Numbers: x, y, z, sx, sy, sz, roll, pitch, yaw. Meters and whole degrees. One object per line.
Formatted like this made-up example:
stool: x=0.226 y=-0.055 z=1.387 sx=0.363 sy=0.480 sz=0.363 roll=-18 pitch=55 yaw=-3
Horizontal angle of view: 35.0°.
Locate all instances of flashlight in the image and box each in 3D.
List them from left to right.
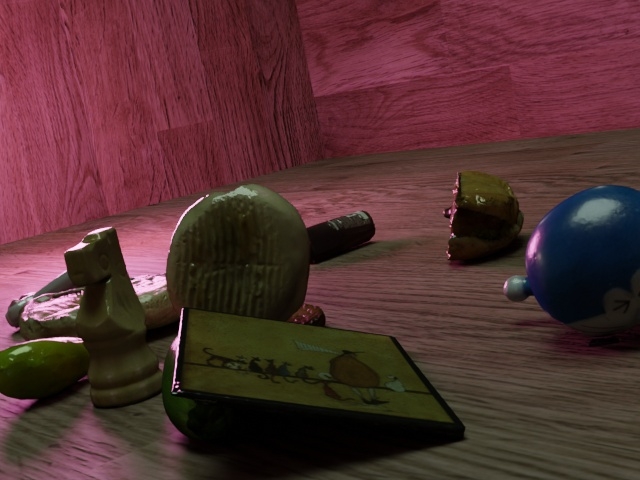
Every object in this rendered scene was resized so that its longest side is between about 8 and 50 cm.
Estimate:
flashlight: x=-0.459 y=0.087 z=1.749 sx=0.200 sy=0.047 sz=0.093 roll=-31 pitch=-3 yaw=16

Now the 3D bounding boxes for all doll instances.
doll: x=0.305 y=0.032 z=1.117 sx=0.215 sy=0.161 sz=0.257 roll=-23 pitch=-10 yaw=12

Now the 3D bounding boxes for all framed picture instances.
framed picture: x=-0.017 y=0.123 z=1.019 sx=0.255 sy=0.014 sz=0.338 roll=9 pitch=7 yaw=-7

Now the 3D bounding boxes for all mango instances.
mango: x=-0.343 y=0.161 z=1.291 sx=0.091 sy=0.074 sz=0.165 roll=-12 pitch=-5 yaw=35

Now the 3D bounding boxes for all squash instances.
squash: x=-0.129 y=0.145 z=1.087 sx=0.082 sy=0.082 sz=0.292 roll=-12 pitch=10 yaw=-3

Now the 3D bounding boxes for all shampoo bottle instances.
shampoo bottle: x=0.001 y=0.002 z=1.872 sx=0.236 sy=0.067 sz=0.068 roll=-19 pitch=2 yaw=-38

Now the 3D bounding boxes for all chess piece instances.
chess piece: x=-0.249 y=0.089 z=1.199 sx=0.090 sy=0.200 sz=0.090 roll=-12 pitch=9 yaw=2

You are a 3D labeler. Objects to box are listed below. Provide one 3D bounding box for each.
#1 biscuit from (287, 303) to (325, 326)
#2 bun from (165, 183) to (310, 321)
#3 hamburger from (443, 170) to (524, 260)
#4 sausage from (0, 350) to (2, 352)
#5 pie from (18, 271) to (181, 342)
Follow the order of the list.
biscuit: x=-0.085 y=0.121 z=1.350 sx=0.188 sy=0.027 sz=0.188 roll=-10 pitch=10 yaw=2
bun: x=-0.101 y=0.021 z=1.284 sx=0.179 sy=0.193 sz=0.128 roll=3 pitch=9 yaw=5
hamburger: x=0.267 y=-0.037 z=1.665 sx=0.131 sy=0.124 sz=0.262 roll=9 pitch=16 yaw=6
sausage: x=-0.475 y=0.174 z=1.537 sx=0.100 sy=0.015 sz=0.015 roll=-5 pitch=11 yaw=32
pie: x=-0.304 y=0.101 z=1.598 sx=0.338 sy=0.075 sz=0.337 roll=-9 pitch=9 yaw=1
